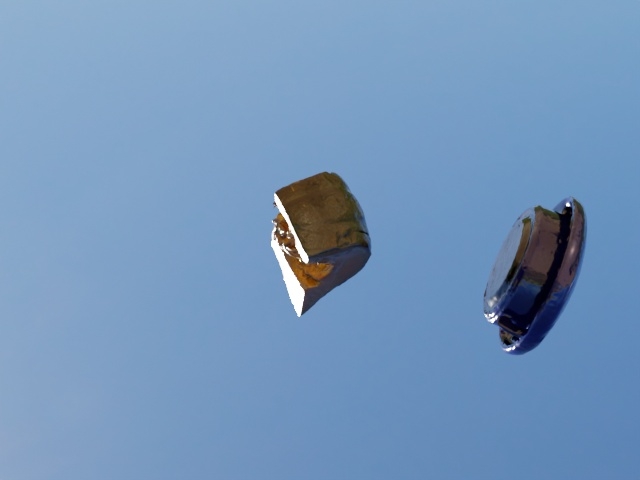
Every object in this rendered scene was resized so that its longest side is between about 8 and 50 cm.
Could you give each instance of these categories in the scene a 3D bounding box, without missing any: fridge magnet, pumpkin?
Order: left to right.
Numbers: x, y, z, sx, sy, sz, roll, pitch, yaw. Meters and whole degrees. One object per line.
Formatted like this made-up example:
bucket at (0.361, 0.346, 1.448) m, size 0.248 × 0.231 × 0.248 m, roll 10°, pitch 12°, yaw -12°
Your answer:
pumpkin at (0.002, 0.000, 1.814) m, size 0.126 × 0.248 × 0.131 m, roll -27°, pitch -105°, yaw -16°
fridge magnet at (0.335, 0.051, 1.923) m, size 0.112 × 0.266 × 0.265 m, roll 23°, pitch -154°, yaw -4°
